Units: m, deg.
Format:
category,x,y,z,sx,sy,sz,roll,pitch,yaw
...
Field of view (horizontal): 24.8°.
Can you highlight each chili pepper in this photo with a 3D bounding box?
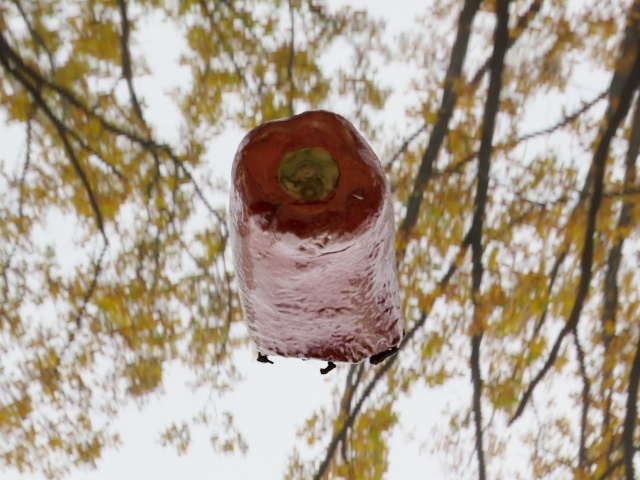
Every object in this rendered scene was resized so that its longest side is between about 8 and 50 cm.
category,x,y,z,sx,sy,sz,roll,pitch,yaw
chili pepper,0.000,0.000,0.624,0.073,0.123,0.070,26,-122,24
